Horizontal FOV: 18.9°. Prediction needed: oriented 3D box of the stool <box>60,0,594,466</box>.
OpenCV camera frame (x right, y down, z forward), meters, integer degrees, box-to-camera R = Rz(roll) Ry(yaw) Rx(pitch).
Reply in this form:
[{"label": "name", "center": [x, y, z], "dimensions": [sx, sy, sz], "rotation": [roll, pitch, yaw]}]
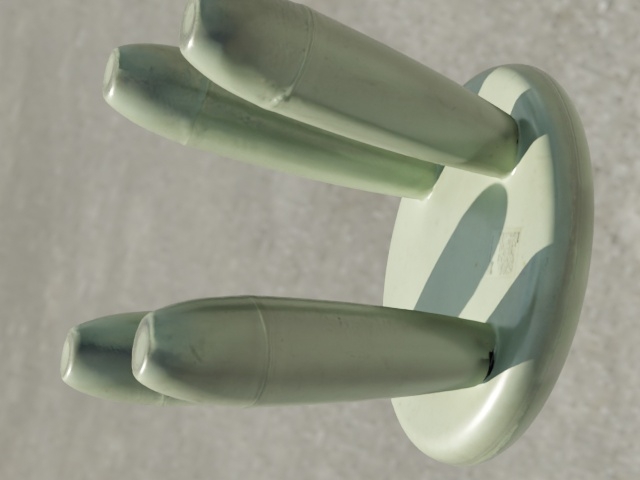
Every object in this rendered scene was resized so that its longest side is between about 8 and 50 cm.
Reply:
[{"label": "stool", "center": [0.000, 0.000, 0.894], "dimensions": [0.195, 0.199, 0.195], "rotation": [169, 108, -69]}]
